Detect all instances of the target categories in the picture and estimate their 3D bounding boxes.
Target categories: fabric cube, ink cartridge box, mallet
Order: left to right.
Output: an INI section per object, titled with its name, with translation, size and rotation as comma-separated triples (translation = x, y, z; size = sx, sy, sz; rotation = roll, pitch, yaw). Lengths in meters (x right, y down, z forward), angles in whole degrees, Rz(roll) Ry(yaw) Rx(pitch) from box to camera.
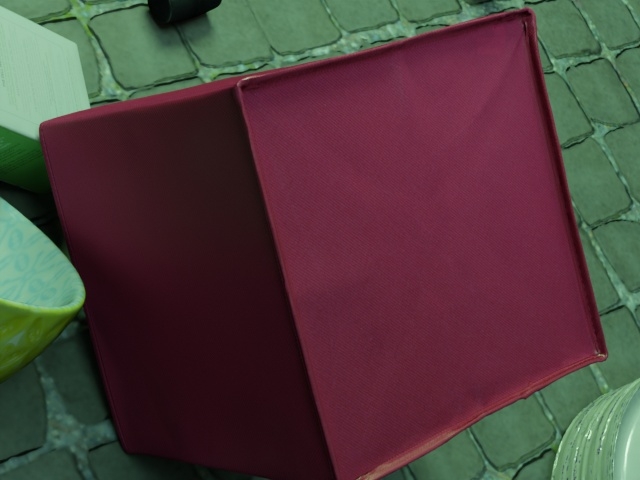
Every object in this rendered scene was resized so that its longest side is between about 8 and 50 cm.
[ink cartridge box]
translation = -0.250, -0.114, 0.892
size = 0.209, 0.062, 0.109
rotation = 23, 48, -59
[mallet]
translation = -0.150, -0.275, 1.117
size = 0.062, 0.039, 0.189
rotation = -17, 72, -35
[fabric cube]
translation = 0.000, 0.000, 0.876
size = 0.259, 0.258, 0.254
rotation = -19, 99, -37

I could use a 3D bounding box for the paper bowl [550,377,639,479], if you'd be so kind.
[paper bowl]
translation = 0.350, 0.241, 1.086
size = 0.284, 0.148, 0.284
rotation = 15, 58, -25

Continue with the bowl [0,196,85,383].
[bowl]
translation = -0.307, 0.023, 0.769
size = 0.289, 0.289, 0.156
rotation = 32, 97, -14
